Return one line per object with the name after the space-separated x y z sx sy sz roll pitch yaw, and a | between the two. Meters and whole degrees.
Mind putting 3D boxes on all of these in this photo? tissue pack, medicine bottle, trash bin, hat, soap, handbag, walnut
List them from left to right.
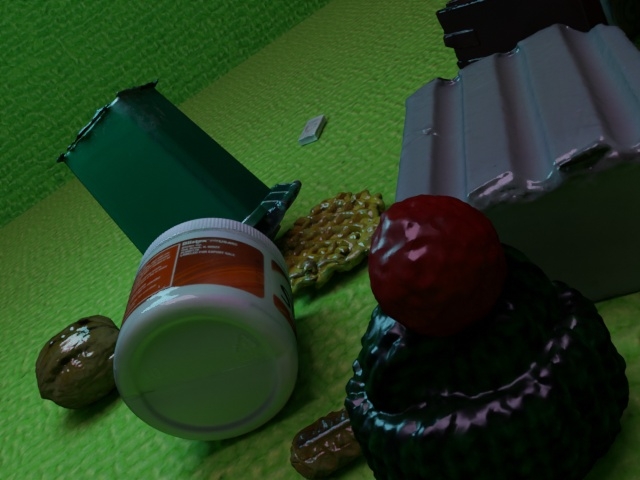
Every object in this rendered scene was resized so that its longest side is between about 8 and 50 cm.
-0.442 0.231 1.223 0.184 0.155 0.155 -37 27 -18 | walnut
-0.258 -0.104 1.244 0.295 0.381 0.259 -41 10 18 | trash bin
-0.163 0.126 0.973 0.253 0.252 0.240 -28 29 9 | medicine bottle
-0.021 -0.297 1.760 0.056 0.023 0.108 -16 32 29 | tissue pack
0.127 0.095 0.632 0.274 0.332 0.242 -36 29 -11 | hat
0.366 -0.338 1.162 0.276 0.260 0.084 -1 44 48 | handbag
0.298 -0.114 0.921 0.351 0.212 0.435 -24 29 22 | soap
0.599 -0.461 1.279 0.148 0.108 0.060 -39 26 -13 | tissue pack

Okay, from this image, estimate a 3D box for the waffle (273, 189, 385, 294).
0.002 0.003 1.217 0.281 0.060 0.262 -29 24 5 | waffle

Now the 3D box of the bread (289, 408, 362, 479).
0.013 0.248 0.804 0.110 0.060 0.066 -32 57 5 | bread
